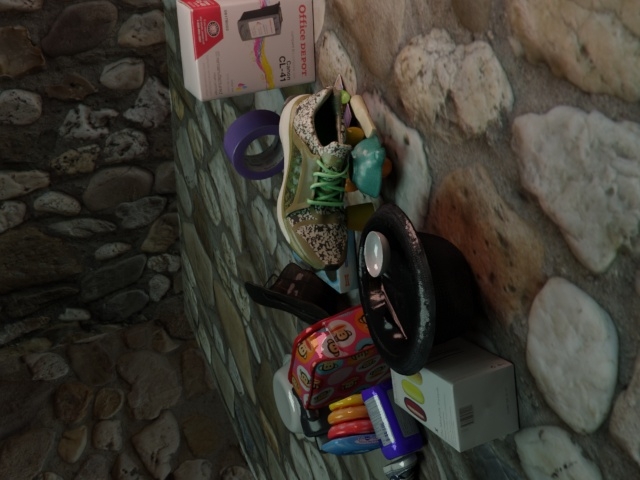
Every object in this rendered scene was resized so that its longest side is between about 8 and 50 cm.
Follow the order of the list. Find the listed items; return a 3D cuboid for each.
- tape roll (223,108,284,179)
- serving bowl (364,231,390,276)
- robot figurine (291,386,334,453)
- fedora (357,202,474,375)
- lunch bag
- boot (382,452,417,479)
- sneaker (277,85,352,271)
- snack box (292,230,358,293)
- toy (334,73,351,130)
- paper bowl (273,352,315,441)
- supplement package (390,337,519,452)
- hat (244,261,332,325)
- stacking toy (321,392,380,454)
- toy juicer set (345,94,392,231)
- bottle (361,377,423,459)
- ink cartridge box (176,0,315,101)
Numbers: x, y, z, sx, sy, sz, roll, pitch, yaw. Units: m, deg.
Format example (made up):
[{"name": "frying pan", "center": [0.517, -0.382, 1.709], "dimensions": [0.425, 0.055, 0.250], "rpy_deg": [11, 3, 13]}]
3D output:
[{"name": "tape roll", "center": [-0.170, -0.266, 2.087], "dimensions": [0.189, 0.189, 0.080], "rpy_deg": [97, 152, -44]}, {"name": "serving bowl", "center": [0.108, 0.024, 1.363], "dimensions": [0.083, 0.027, 0.083], "rpy_deg": [177, 90, -71]}, {"name": "robot figurine", "center": [0.012, 0.449, 2.099], "dimensions": [0.209, 0.173, 0.278], "rpy_deg": [132, 123, -67]}, {"name": "fedora", "center": [0.190, 0.086, 1.414], "dimensions": [0.334, 0.152, 0.334], "rpy_deg": [177, 90, -71]}, {"name": "lunch bag", "center": [0.076, 0.260, 1.652], "dimensions": [0.120, 0.293, 0.258], "rpy_deg": [55, 151, 34]}, {"name": "boot", "center": [0.212, 0.580, 1.841], "dimensions": [0.086, 0.069, 0.190], "rpy_deg": [62, 164, 16]}, {"name": "sneaker", "center": [0.001, -0.142, 1.573], "dimensions": [0.182, 0.158, 0.410], "rpy_deg": [150, 116, -64]}, {"name": "snack box", "center": [0.000, 0.000, 2.003], "dimensions": [0.322, 0.060, 0.187], "rpy_deg": [-147, 47, -61]}, {"name": "toy", "center": [0.016, -0.265, 1.779], "dimensions": [0.237, 0.056, 0.137], "rpy_deg": [113, 149, -54]}, {"name": "paper bowl", "center": [-0.052, 0.486, 2.336], "dimensions": [0.284, 0.148, 0.284], "rpy_deg": [167, 90, -70]}, {"name": "supplement package", "center": [0.248, 0.278, 1.436], "dimensions": [0.244, 0.133, 0.139], "rpy_deg": [-158, 57, -65]}, {"name": "hat", "center": [-0.058, 0.140, 2.095], "dimensions": [0.134, 0.331, 0.331], "rpy_deg": [-67, 15, -14]}, {"name": "stacking toy", "center": [0.085, 0.401, 1.964], "dimensions": [0.166, 0.175, 0.302], "rpy_deg": [125, 142, -63]}, {"name": "toy juicer set", "center": [0.104, -0.187, 1.604], "dimensions": [0.329, 0.089, 0.209], "rpy_deg": [98, 169, -51]}, {"name": "bottle", "center": [0.154, 0.380, 1.806], "dimensions": [0.118, 0.092, 0.283], "rpy_deg": [122, 131, -62]}, {"name": "ink cartridge box", "center": [-0.176, -0.477, 1.798], "dimensions": [0.131, 0.306, 0.226], "rpy_deg": [-135, 36, -53]}]
